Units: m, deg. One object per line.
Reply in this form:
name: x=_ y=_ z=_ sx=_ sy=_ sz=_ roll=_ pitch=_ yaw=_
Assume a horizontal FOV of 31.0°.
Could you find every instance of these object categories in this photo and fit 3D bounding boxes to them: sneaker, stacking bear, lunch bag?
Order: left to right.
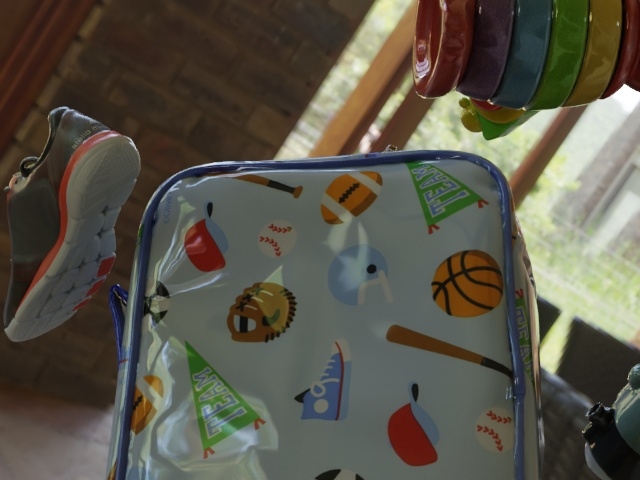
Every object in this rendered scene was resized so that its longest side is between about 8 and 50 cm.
sneaker: x=-0.159 y=-0.011 z=0.688 sx=0.065 sy=0.158 sz=0.061 roll=40 pitch=27 yaw=21
lunch bag: x=-0.002 y=0.089 z=0.635 sx=0.243 sy=0.303 sz=0.115 roll=-4 pitch=-30 yaw=12
stacking bear: x=0.245 y=-0.201 z=1.116 sx=0.289 sy=0.175 sz=0.164 roll=5 pitch=-22 yaw=-5

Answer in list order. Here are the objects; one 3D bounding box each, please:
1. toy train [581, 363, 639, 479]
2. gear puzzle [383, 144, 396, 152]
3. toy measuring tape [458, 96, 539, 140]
toy train: x=0.370 y=0.122 z=0.953 sx=0.190 sy=0.334 sz=0.142 roll=38 pitch=27 yaw=1
gear puzzle: x=0.000 y=0.000 z=1.156 sx=0.044 sy=0.175 sz=0.339 roll=35 pitch=48 yaw=0
toy measuring tape: x=0.273 y=-0.234 z=1.416 sx=0.121 sy=0.330 sz=0.121 roll=16 pitch=58 yaw=-27
